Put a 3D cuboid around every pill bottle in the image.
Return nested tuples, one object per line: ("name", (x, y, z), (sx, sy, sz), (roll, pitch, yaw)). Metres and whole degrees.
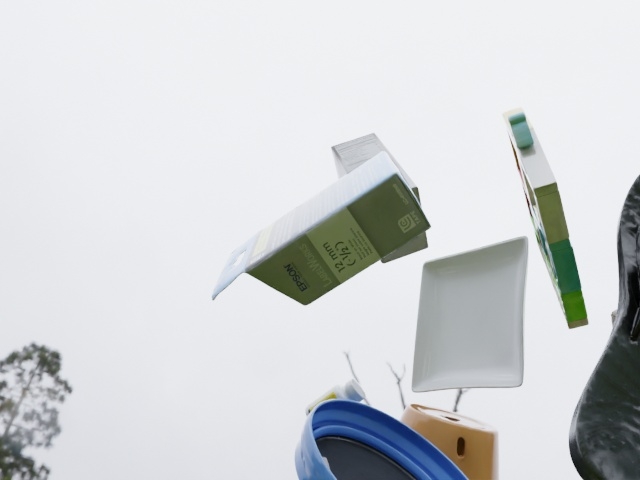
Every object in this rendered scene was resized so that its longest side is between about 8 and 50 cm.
("pill bottle", (0.032, 0.330, 1.418), (0.116, 0.065, 0.065), (-39, -61, 12))

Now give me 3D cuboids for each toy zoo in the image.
("toy zoo", (0.296, -0.047, 0.939), (0.030, 0.192, 0.293), (-17, -55, 14))

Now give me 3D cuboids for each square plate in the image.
("square plate", (0.360, 0.186, 1.673), (0.049, 0.346, 0.344), (21, -24, -31))

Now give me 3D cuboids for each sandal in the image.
("sandal", (0.381, 0.059, 0.713), (0.168, 0.445, 0.107), (21, -32, 12))

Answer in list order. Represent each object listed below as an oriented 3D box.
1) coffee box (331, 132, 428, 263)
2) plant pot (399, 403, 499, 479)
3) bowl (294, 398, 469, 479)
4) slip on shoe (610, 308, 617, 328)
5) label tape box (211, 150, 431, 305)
("coffee box", (0.131, -0.105, 1.621), (0.119, 0.297, 0.168), (-19, -56, -5))
("plant pot", (0.257, 0.474, 1.500), (0.291, 0.291, 0.203), (14, -94, -9))
("bowl", (0.128, 0.431, 1.207), (0.391, 0.391, 0.077), (28, -76, -19))
("slip on shoe", (0.378, 0.145, 0.864), (0.041, 0.051, 0.135), (-28, -64, 1))
("label tape box", (0.000, 0.000, 1.185), (0.348, 0.249, 0.115), (-35, -78, 9))
